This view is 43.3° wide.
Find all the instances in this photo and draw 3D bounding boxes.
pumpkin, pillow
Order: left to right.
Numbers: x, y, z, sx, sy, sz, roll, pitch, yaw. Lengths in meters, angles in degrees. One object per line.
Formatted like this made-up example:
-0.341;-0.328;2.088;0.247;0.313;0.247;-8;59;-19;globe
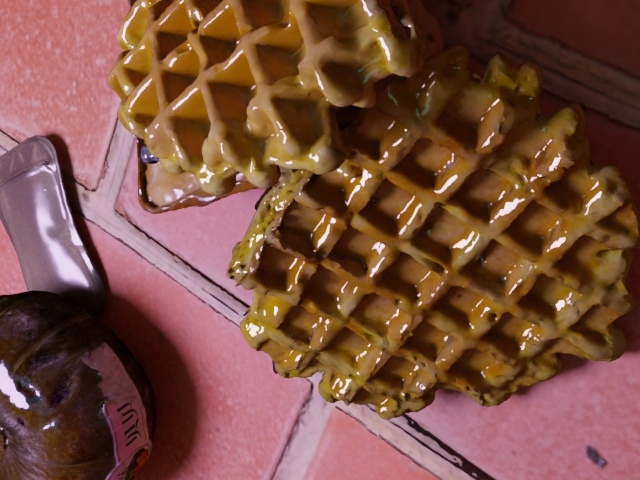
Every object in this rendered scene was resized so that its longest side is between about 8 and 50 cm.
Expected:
-0.308;0.183;0.851;0.260;0.189;0.260;9;108;28;pumpkin
-0.320;-0.006;0.930;0.130;0.033;0.218;-23;87;29;pillow

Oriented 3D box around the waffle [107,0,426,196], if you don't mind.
-0.044;-0.171;0.541;0.309;0.065;0.283;21;86;43;waffle

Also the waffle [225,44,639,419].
0.069;0.018;0.585;0.311;0.060;0.307;-19;122;20;waffle

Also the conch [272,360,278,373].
-0.001;0.003;0.710;0.086;0.080;0.233;3;74;19;conch

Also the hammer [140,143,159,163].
-0.114;-0.151;0.669;0.062;0.017;0.182;11;96;37;hammer

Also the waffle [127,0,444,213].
-0.048;-0.209;0.676;0.304;0.077;0.348;-8;83;35;waffle
